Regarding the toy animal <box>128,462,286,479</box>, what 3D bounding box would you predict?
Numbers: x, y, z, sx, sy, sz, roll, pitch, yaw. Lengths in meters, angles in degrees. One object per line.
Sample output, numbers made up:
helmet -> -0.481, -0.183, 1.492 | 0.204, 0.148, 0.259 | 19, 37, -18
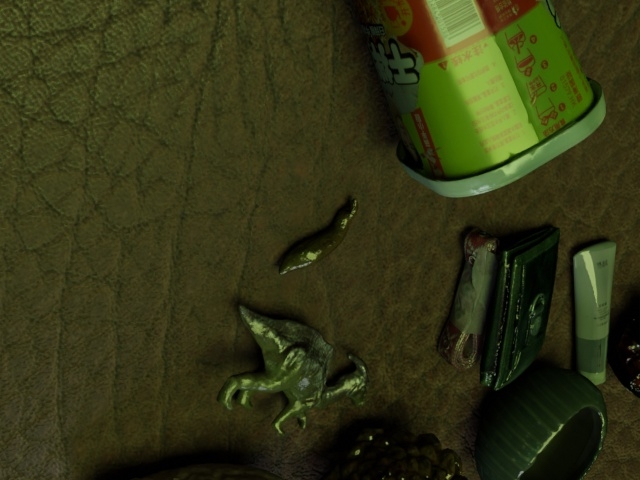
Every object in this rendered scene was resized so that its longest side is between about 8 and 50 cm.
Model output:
toy animal -> -0.148, 0.440, 1.762 | 0.358, 0.188, 0.227 | 1, 108, -2

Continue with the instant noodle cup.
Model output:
instant noodle cup -> 0.186, -0.261, 1.567 | 0.294, 0.294, 0.308 | -31, 116, -9

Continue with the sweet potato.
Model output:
sweet potato -> 0.003, 0.002, 1.726 | 0.153, 0.038, 0.041 | -42, 147, -4

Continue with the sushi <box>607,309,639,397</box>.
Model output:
sushi -> 0.567, 0.189, 2.023 | 0.150, 0.153, 0.172 | -46, 148, 22

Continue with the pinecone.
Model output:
pinecone -> 0.111, 0.420, 1.868 | 0.243, 0.243, 0.257 | -6, 136, -23

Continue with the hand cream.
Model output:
hand cream -> 0.450, 0.120, 1.990 | 0.079, 0.048, 0.255 | -17, 117, -24

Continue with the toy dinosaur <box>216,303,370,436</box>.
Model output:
toy dinosaur -> -0.044, 0.200, 1.779 | 0.162, 0.077, 0.294 | -53, 138, 1

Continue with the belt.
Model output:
belt -> 0.237, 0.092, 1.871 | 0.071, 0.053, 0.232 | -3, 117, -29

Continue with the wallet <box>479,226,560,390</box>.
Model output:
wallet -> 0.317, 0.105, 1.887 | 0.160, 0.055, 0.236 | -25, 130, -48

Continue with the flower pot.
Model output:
flower pot -> 0.358, 0.318, 1.974 | 0.189, 0.157, 0.243 | 36, 94, -35
